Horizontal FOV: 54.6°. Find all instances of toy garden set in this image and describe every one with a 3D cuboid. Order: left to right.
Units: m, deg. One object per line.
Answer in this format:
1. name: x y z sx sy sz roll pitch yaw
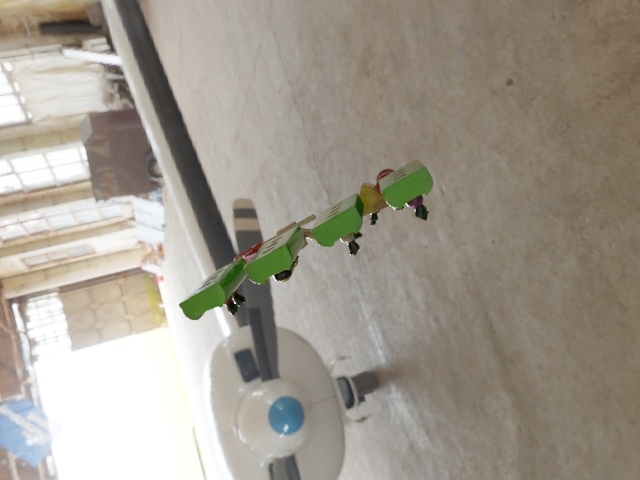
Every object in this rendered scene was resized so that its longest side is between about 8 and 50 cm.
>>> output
1. toy garden set: 0.000 0.000 0.624 0.049 0.244 0.204 60 -171 -7
